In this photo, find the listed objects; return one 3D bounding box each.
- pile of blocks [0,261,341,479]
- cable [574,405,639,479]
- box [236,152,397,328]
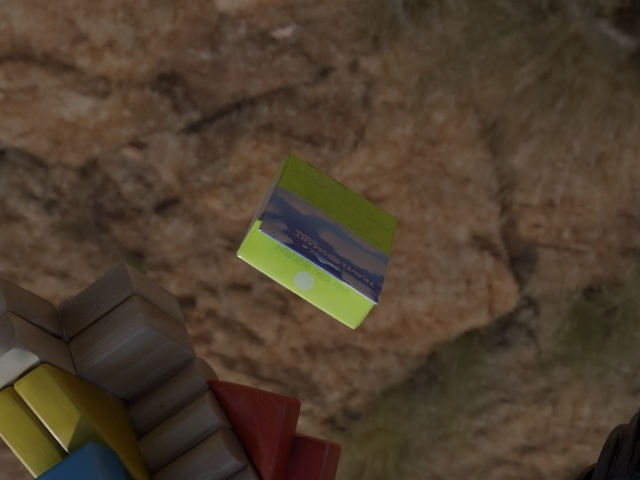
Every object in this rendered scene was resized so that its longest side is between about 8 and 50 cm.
[{"bbox_3d":[-0.025,0.152,0.681,0.112,0.149,0.362,-36,104,14],"label":"pile of blocks"},{"bbox_3d":[0.153,0.156,0.783,0.047,0.184,0.150,30,124,21],"label":"cable"},{"bbox_3d":[0.000,0.000,1.140,0.109,0.178,0.042,32,112,-5],"label":"box"}]
